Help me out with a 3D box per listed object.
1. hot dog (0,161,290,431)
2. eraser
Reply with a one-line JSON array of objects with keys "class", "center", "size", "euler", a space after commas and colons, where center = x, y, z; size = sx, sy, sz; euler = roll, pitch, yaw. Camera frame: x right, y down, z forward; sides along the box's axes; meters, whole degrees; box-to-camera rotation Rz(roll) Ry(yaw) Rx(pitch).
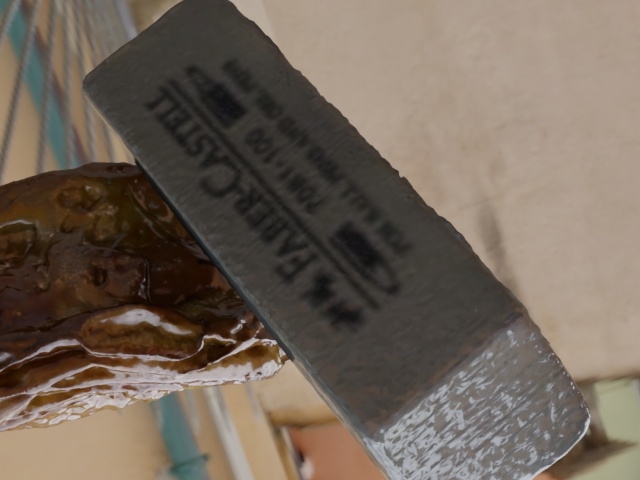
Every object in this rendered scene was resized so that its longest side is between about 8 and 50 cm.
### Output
[{"class": "hot dog", "center": [-0.139, 0.035, 0.806], "size": [0.259, 0.175, 0.114], "euler": [-9, 140, -29]}, {"class": "eraser", "center": [0.000, 0.000, 0.740], "size": [0.111, 0.352, 0.077], "euler": [-37, 151, -7]}]
